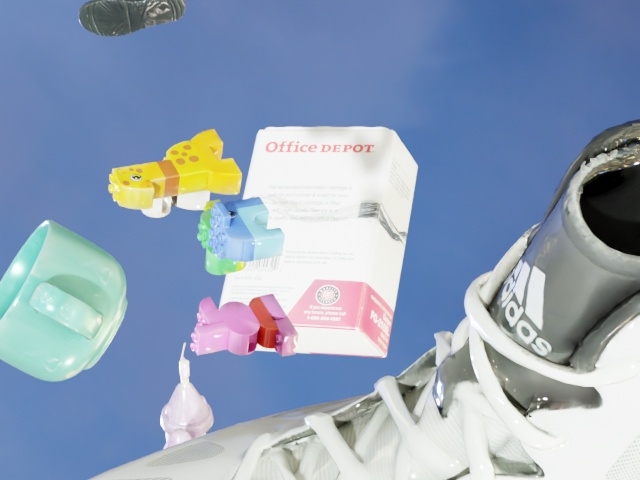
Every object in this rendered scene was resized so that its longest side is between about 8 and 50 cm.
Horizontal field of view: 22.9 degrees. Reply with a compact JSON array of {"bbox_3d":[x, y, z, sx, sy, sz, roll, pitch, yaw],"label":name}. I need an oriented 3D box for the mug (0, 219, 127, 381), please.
[{"bbox_3d":[-0.232,0.066,1.392,0.097,0.157,0.129,32,-65,-18],"label":"mug"}]

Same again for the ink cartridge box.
[{"bbox_3d":[0.000,0.000,1.755,0.172,0.237,0.100,2,-22,24],"label":"ink cartridge box"}]

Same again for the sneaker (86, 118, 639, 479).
[{"bbox_3d":[0.047,0.066,0.665,0.448,0.169,0.257,-12,-45,-1],"label":"sneaker"}]

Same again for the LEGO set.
[{"bbox_3d":[-0.101,-0.014,1.148,0.227,0.093,0.087,-125,-147,-44],"label":"LEGO set"}]

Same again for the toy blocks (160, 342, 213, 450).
[{"bbox_3d":[-0.149,0.293,1.558,0.309,0.288,0.260,-2,-51,-2],"label":"toy blocks"}]

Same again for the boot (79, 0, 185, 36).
[{"bbox_3d":[-0.195,-0.265,1.683,0.121,0.099,0.045,-9,-52,4],"label":"boot"}]
